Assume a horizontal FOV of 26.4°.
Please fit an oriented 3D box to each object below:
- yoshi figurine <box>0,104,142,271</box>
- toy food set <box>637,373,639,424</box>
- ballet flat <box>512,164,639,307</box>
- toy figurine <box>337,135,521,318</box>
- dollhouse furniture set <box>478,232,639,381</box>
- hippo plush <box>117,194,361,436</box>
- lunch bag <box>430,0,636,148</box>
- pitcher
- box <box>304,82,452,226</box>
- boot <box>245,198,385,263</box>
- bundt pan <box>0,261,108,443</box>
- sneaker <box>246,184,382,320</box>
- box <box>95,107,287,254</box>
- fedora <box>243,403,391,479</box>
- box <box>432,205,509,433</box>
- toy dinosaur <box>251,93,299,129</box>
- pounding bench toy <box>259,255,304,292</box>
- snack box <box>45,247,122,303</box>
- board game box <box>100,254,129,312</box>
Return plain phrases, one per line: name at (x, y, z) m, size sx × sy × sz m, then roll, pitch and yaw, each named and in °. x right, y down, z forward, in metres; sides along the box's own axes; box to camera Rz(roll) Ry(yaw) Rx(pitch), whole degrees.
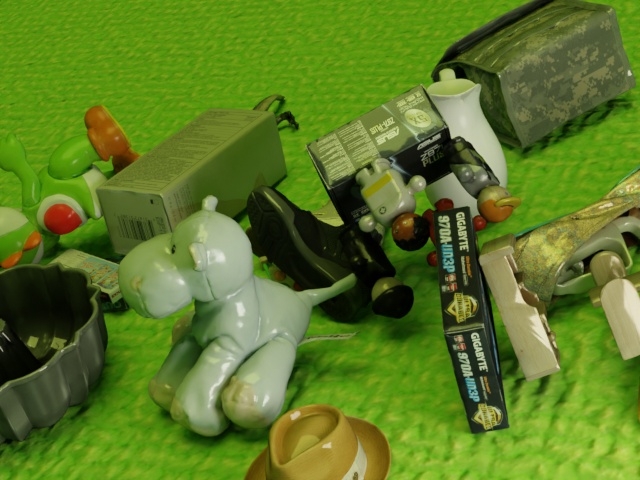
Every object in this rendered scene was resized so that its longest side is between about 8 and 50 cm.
yoshi figurine at (-0.465, -0.062, 2.228) m, size 0.362 × 0.203 × 0.203 m, roll -40°, pitch -3°, yaw -10°
toy food set at (0.419, 0.164, 1.541) m, size 0.128 × 0.071 × 0.218 m, roll -6°, pitch 32°, yaw 18°
ballet flat at (0.399, -0.011, 1.822) m, size 0.348 × 0.123 × 0.123 m, roll -27°, pitch 31°, yaw -18°
toy figurine at (0.144, -0.014, 1.808) m, size 0.213 × 0.210 × 0.148 m, roll -14°, pitch 56°, yaw -23°
dollhouse furniture set at (0.330, 0.044, 1.625) m, size 0.242 × 0.161 × 0.212 m, roll -21°, pitch 5°, yaw 11°
hippo plush at (-0.129, 0.091, 1.733) m, size 0.294 × 0.237 × 0.234 m, roll -21°, pitch 36°, yaw 15°
lunch bag at (0.336, -0.292, 2.254) m, size 0.235 × 0.169 × 0.287 m, roll -28°, pitch 24°, yaw -13°
pitcher at (0.206, -0.143, 2.022) m, size 0.125 × 0.207 × 0.178 m, roll -9°, pitch 21°, yaw 7°
box at (0.086, -0.113, 1.855) m, size 0.180 × 0.147 × 0.078 m, roll -28°, pitch 67°, yaw -1°
boot at (0.006, -0.033, 2.073) m, size 0.213 × 0.077 × 0.165 m, roll 0°, pitch 34°, yaw 18°
bundt pan at (-0.446, 0.172, 1.913) m, size 0.330 × 0.124 × 0.331 m, roll -12°, pitch 31°, yaw 7°
sneaker at (0.000, 0.000, 1.934) m, size 0.227 × 0.087 × 0.130 m, roll 44°, pitch 45°, yaw 11°
box at (-0.201, -0.097, 2.211) m, size 0.148 × 0.121 × 0.311 m, roll 7°, pitch 32°, yaw 35°
fedora at (-0.012, 0.252, 1.607) m, size 0.194 × 0.079 × 0.194 m, roll -13°, pitch 31°, yaw 8°
box at (0.180, 0.093, 1.648) m, size 0.051 × 0.175 × 0.220 m, roll -11°, pitch 39°, yaw 9°
toy dinosaur at (-0.114, -0.210, 2.447) m, size 0.118 × 0.064 × 0.268 m, roll 3°, pitch 32°, yaw 42°
pounding bench toy at (-0.055, 0.047, 1.994) m, size 0.083 × 0.052 × 0.065 m, roll -7°, pitch 32°, yaw 16°
snack box at (-0.355, 0.053, 2.111) m, size 0.178 × 0.022 × 0.064 m, roll 15°, pitch 42°, yaw 43°
board game box at (-0.374, 0.075, 2.135) m, size 0.186 × 0.026 × 0.126 m, roll -8°, pitch 31°, yaw 15°
